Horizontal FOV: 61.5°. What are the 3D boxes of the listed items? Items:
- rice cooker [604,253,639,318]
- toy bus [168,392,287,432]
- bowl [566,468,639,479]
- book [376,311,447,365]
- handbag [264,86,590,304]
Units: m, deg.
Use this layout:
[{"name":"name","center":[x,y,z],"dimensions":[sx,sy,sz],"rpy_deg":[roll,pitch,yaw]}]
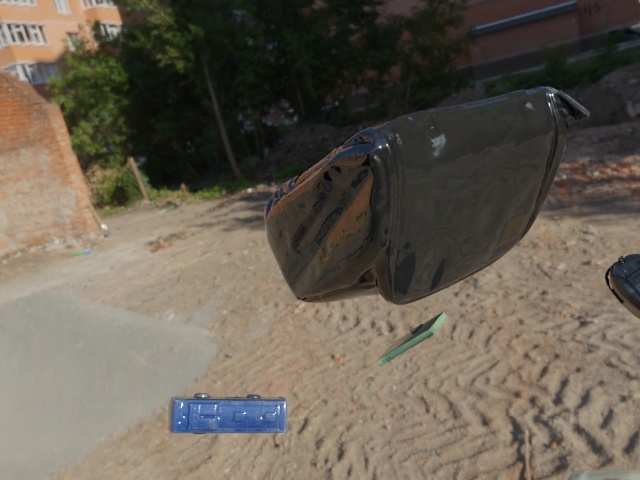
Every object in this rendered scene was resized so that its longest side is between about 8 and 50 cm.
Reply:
[{"name":"rice cooker","center":[0.701,0.102,1.164],"dimensions":[0.112,0.165,0.106],"rpy_deg":[-40,-33,9]},{"name":"toy bus","center":[-0.183,0.343,1.069],"dimensions":[0.236,0.079,0.094],"rpy_deg":[3,-20,-10]},{"name":"bowl","center":[0.386,0.374,0.566],"dimensions":[0.145,0.277,0.277],"rpy_deg":[-32,3,30]},{"name":"book","center":[0.178,0.187,1.034],"dimensions":[0.135,0.017,0.103],"rpy_deg":[-40,-8,31]},{"name":"handbag","center":[0.123,-0.035,0.607],"dimensions":[0.301,0.178,0.275],"rpy_deg":[-18,-2,-30]}]
